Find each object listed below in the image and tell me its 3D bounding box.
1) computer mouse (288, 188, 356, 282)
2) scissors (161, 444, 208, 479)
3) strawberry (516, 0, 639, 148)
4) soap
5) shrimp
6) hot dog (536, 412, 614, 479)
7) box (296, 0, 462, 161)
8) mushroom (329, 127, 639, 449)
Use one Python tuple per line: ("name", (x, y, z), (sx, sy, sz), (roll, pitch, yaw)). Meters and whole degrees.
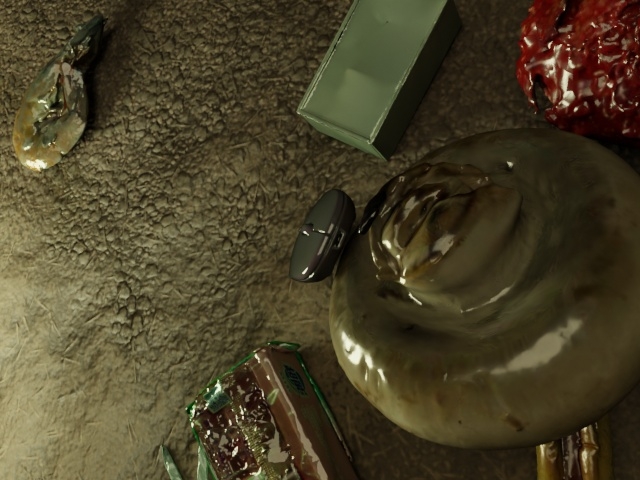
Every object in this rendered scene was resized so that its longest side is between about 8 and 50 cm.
("computer mouse", (-0.001, 0.000, 0.790), (0.057, 0.232, 0.120), (23, 87, 0))
("scissors", (-0.173, 0.406, 0.889), (0.144, 0.017, 0.247), (-23, 69, 17))
("strawberry", (0.351, -0.228, 0.665), (0.274, 0.220, 0.274), (-4, 63, 8))
("soap", (-0.060, 0.293, 0.818), (0.218, 0.098, 0.273), (-35, 67, 13))
("shrimp", (-0.465, -0.265, 1.145), (0.164, 0.062, 0.316), (37, 99, 22))
("hot dog", (0.283, 0.213, 0.700), (0.084, 0.073, 0.242), (-4, 76, 28))
("box", (0.084, -0.243, 0.881), (0.130, 0.086, 0.225), (29, 91, 25))
("mushroom", (0.160, 0.026, 0.648), (0.362, 0.294, 0.362), (-26, 40, 25))
